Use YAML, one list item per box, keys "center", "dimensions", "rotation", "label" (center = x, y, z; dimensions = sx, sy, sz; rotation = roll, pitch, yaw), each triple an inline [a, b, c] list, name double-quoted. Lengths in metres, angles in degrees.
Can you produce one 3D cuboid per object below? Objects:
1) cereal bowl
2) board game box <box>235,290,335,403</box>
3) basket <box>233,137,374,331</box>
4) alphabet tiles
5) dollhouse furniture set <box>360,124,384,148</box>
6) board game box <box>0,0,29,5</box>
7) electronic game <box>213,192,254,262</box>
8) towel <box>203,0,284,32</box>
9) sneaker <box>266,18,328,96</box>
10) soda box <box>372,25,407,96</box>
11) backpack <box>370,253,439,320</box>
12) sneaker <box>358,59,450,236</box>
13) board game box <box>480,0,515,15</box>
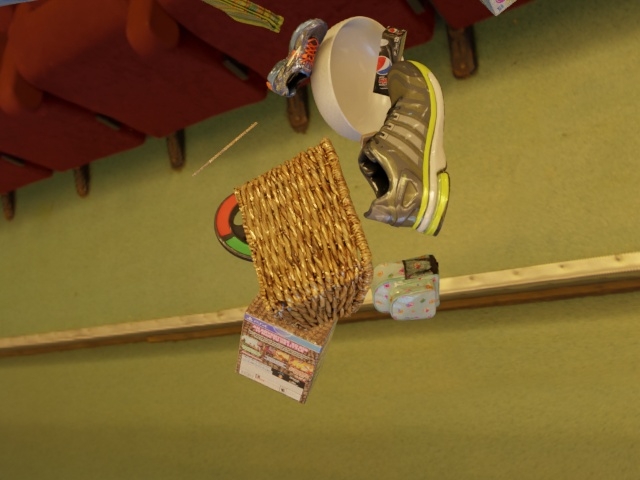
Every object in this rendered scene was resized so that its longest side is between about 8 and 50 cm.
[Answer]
- center: [0.093, -0.434, 1.708]
  dimensions: [0.141, 0.339, 0.338]
  rotation: [-3, 82, 45]
  label: "cereal bowl"
- center: [-0.100, 0.297, 1.774]
  dimensions: [0.232, 0.141, 0.291]
  rotation: [23, 133, 9]
  label: "board game box"
- center: [0.000, 0.000, 1.188]
  dimensions: [0.223, 0.213, 0.299]
  rotation: [-27, 60, 14]
  label: "basket"
- center: [-0.259, -0.263, 1.721]
  dimensions: [0.198, 0.009, 0.237]
  rotation: [-44, 13, -22]
  label: "alphabet tiles"
- center: [0.159, -0.227, 1.531]
  dimensions: [0.081, 0.114, 0.091]
  rotation: [46, 144, 37]
  label: "dollhouse furniture set"
- center: [-0.531, -0.457, 1.074]
  dimensions: [0.169, 0.133, 0.033]
  rotation: [-16, 95, -13]
  label: "board game box"
- center: [-0.128, -0.041, 1.406]
  dimensions: [0.229, 0.229, 0.048]
  rotation: [49, 152, 28]
  label: "electronic game"
- center: [-0.157, -0.294, 0.719]
  dimensions: [0.102, 0.237, 0.021]
  rotation: [25, 103, 37]
  label: "towel"
- center: [-0.044, -0.454, 1.551]
  dimensions: [0.087, 0.083, 0.221]
  rotation: [50, 117, 33]
  label: "sneaker"
- center: [0.181, -0.468, 1.613]
  dimensions: [0.053, 0.060, 0.168]
  rotation: [17, 130, 13]
  label: "soda box"
- center: [0.229, 0.133, 1.672]
  dimensions: [0.189, 0.165, 0.144]
  rotation: [-3, 50, 7]
  label: "backpack"
- center: [0.119, -0.153, 0.934]
  dimensions: [0.111, 0.121, 0.299]
  rotation: [114, 157, -62]
  label: "sneaker"
- center: [0.495, -0.766, 1.508]
  dimensions: [0.302, 0.308, 0.086]
  rotation: [-37, 55, 14]
  label: "board game box"
